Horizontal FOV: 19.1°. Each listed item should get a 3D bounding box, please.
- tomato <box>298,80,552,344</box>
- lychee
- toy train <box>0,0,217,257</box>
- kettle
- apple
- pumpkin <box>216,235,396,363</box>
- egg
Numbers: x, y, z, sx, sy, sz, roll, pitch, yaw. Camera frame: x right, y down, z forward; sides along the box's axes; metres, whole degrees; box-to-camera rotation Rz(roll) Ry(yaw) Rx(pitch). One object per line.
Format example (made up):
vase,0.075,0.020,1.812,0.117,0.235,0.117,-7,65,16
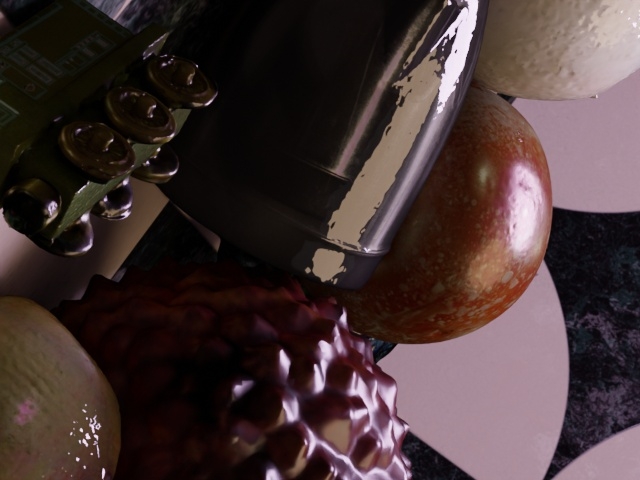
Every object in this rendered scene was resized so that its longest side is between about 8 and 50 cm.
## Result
tomato,0.102,-0.032,1.841,0.222,0.270,0.270,20,108,-50
lychee,-0.128,0.254,1.675,0.500,0.424,0.424,-69,168,15
toy train,-0.161,-0.079,1.198,0.090,0.137,0.225,-58,175,32
kettle,0.017,-0.165,1.675,0.324,0.228,0.321,-59,-163,14
apple,-0.260,0.161,1.451,0.265,0.193,0.120,-48,160,-23
pumpkin,0.000,0.000,2.092,0.315,0.238,0.315,19,90,-74
egg,0.173,-0.258,1.823,0.201,0.337,0.337,-35,163,-29
